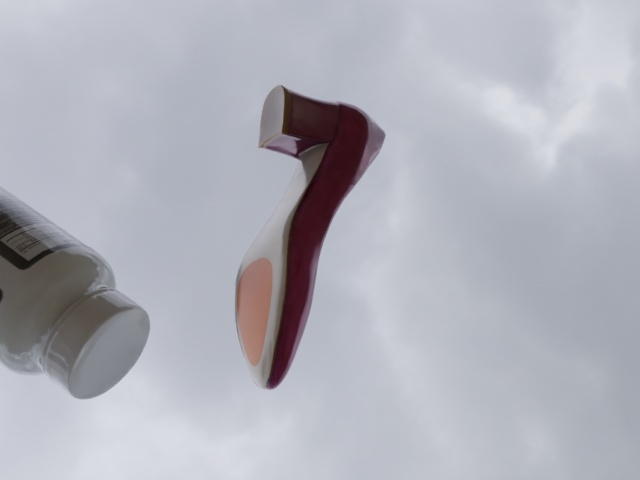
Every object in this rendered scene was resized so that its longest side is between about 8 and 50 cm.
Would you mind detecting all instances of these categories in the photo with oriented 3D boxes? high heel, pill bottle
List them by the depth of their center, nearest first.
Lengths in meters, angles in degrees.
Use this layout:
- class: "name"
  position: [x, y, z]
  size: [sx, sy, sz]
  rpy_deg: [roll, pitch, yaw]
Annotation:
- class: "high heel"
  position: [0.000, 0.000, 0.602]
  size: [0.117, 0.082, 0.244]
  rpy_deg: [14, -112, -33]
- class: "pill bottle"
  position: [-0.373, 0.058, 0.937]
  size: [0.319, 0.176, 0.176]
  rpy_deg: [31, -117, 22]
